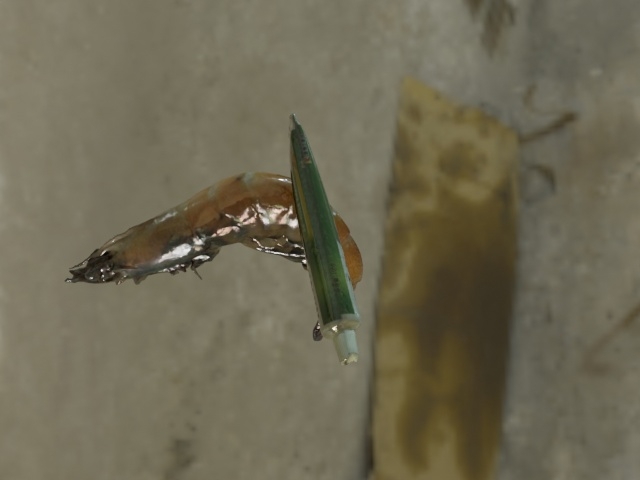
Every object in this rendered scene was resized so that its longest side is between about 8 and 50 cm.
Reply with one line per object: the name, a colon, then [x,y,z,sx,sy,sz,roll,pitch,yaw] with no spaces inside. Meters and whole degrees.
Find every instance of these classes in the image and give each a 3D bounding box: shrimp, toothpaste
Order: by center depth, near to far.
toothpaste: [0.000,0.000,1.332,0.049,0.031,0.204,95,-17,-65]
shrimp: [-0.084,0.038,1.538,0.198,0.262,0.051,53,28,-33]
